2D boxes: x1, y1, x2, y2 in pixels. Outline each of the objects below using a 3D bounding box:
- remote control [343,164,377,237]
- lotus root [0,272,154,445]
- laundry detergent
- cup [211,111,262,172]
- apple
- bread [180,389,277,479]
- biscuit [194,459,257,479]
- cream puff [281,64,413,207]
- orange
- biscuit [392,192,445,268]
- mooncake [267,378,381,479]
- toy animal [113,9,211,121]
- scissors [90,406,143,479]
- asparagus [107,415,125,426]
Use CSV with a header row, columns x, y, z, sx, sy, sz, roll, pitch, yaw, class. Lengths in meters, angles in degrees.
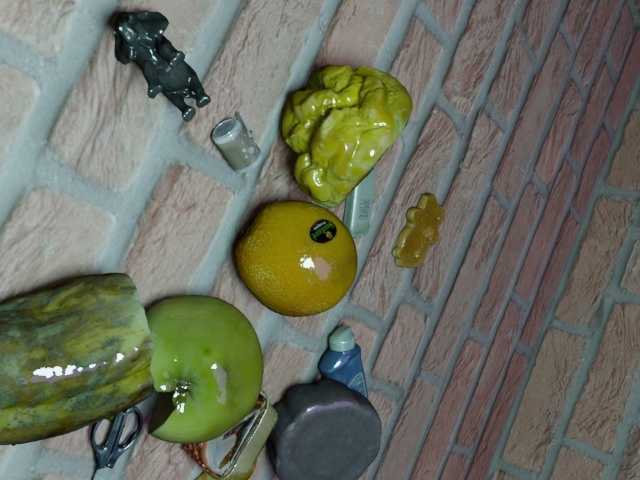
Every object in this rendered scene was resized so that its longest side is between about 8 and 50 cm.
x,y,z,sx,sy,sz,roll,pitch,yaw,class
0.111,-0.154,1.728,0.090,0.038,0.310,-5,105,-45,remote control
-0.459,0.201,1.073,0.346,0.250,0.251,-13,112,-36,lotus root
0.060,0.377,1.811,0.143,0.094,0.290,-17,112,-32,laundry detergent
-0.170,-0.213,1.376,0.102,0.074,0.099,-54,135,-21,cup
-0.231,0.262,1.304,0.233,0.258,0.295,1,99,-5,apple
-0.207,0.436,1.495,0.212,0.142,0.224,44,70,-48,bread
-0.250,0.591,1.584,0.247,0.029,0.119,-35,119,-35,biscuit
0.034,-0.255,1.447,0.324,0.257,0.291,-51,179,-9,cream puff
-0.053,0.040,1.448,0.274,0.274,0.274,-18,115,-43,orange
0.300,-0.021,1.978,0.184,0.035,0.249,40,73,-45,biscuit
0.003,0.500,1.678,0.306,0.154,0.306,-7,110,-21,mooncake
-0.295,-0.316,1.159,0.114,0.146,0.245,-29,148,-4,toy animal
-0.447,0.476,1.322,0.109,0.022,0.300,15,97,-45,scissors
-0.430,0.350,1.313,0.025,0.021,0.108,-44,132,-19,asparagus
